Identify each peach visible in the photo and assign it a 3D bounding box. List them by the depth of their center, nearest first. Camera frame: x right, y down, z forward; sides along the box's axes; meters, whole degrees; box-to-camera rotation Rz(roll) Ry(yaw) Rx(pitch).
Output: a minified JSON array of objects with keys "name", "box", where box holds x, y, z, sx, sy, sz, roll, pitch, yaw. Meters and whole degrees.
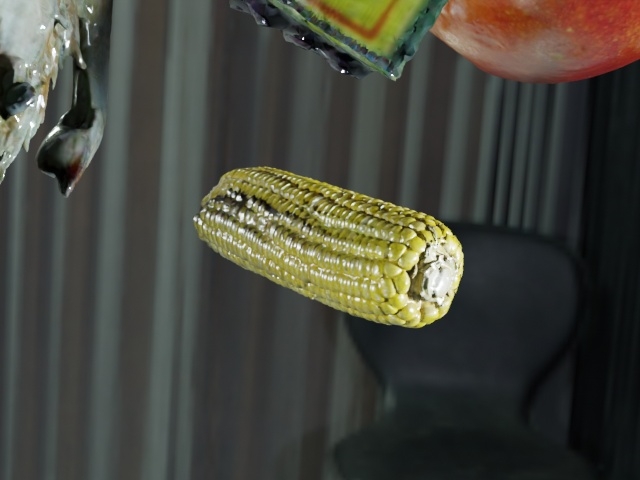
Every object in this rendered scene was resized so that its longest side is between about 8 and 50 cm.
[{"name":"peach","box":[0.132,-0.209,0.944,0.199,0.243,0.243,-28,21,-16]}]

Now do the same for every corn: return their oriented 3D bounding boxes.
[{"name":"corn","box":[0.000,0.000,0.954,0.072,0.072,0.203,-6,18,-40]}]

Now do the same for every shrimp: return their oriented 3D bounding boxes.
[{"name":"shrimp","box":[-0.218,-0.148,1.286,0.085,0.247,0.360,-5,43,12]}]

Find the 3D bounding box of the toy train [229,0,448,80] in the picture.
[{"name":"toy train","box":[-0.014,-0.189,0.651,0.261,0.177,0.134,32,17,-9]}]
